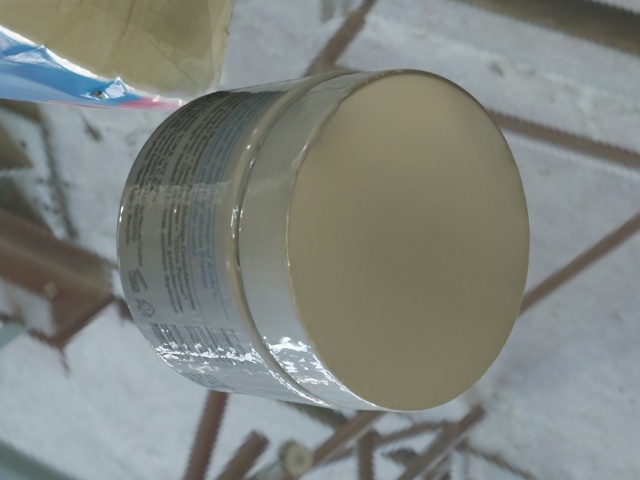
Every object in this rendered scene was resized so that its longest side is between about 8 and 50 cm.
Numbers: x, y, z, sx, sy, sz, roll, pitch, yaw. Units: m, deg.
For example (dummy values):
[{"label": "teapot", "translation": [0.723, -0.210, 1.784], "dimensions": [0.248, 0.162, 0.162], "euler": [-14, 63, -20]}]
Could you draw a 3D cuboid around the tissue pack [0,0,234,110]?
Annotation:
[{"label": "tissue pack", "translation": [-0.213, -0.158, 0.937], "dimensions": [0.269, 0.137, 0.209], "euler": [12, 173, 38]}]

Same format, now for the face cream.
[{"label": "face cream", "translation": [0.000, 0.000, 0.849], "dimensions": [0.153, 0.177, 0.177], "euler": [0, 119, 50]}]
